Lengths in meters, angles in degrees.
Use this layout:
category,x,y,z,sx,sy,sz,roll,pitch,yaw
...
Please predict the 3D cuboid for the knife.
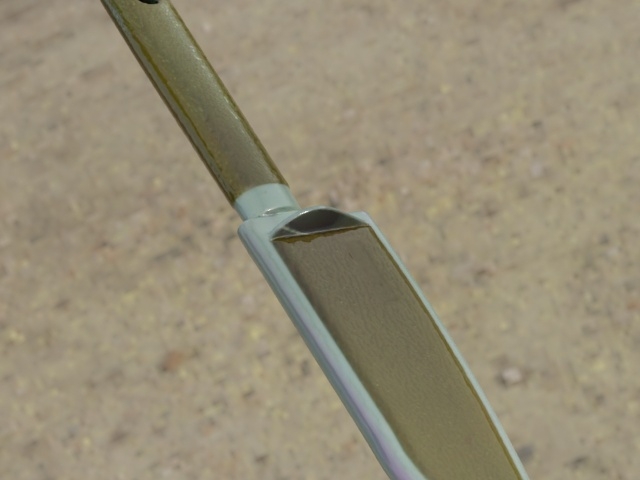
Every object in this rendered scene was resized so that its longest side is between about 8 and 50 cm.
category,x,y,z,sx,sy,sz,roll,pitch,yaw
knife,0.001,0.000,0.752,0.061,0.027,0.343,-9,51,-33
